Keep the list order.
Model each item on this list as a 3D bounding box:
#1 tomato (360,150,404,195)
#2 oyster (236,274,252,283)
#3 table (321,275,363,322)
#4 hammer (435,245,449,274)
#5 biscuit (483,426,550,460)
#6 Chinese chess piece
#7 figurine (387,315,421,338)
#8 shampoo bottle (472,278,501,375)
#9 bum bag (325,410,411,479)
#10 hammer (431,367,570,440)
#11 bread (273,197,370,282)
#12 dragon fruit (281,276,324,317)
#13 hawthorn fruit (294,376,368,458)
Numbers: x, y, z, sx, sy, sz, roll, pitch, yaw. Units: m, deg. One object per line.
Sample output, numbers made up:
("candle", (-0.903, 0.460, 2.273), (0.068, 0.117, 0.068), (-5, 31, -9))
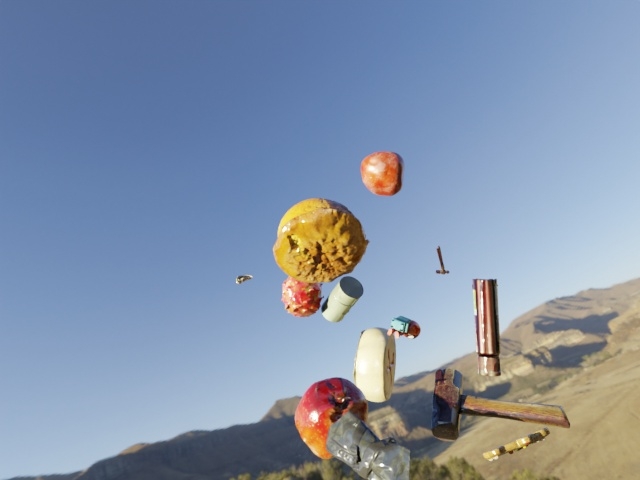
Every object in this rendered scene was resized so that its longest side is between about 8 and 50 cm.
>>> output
("tomato", (0.246, -0.260, 1.589), (0.187, 0.187, 0.151), (-23, 15, -2))
("oyster", (-0.399, 0.210, 2.120), (0.084, 0.080, 0.038), (3, -75, -8))
("table", (0.101, 0.281, 1.926), (0.127, 0.126, 0.220), (-6, -37, -33))
("hammer", (0.570, 0.096, 1.929), (0.065, 0.021, 0.178), (-5, -51, 24))
("biscuit", (0.875, 0.902, 1.790), (0.302, 0.049, 0.196), (-22, -29, -2))
("Chinese chess piece", (0.264, 0.579, 1.904), (0.141, 0.337, 0.338), (1, -17, 22))
("figurine", (0.303, 0.309, 1.435), (0.140, 0.074, 0.068), (12, 1, -43))
("shampoo bottle", (0.568, 0.291, 1.384), (0.084, 0.322, 0.129), (-2, -6, 20))
("bum bag", (0.132, 0.596, 1.146), (0.074, 0.310, 0.137), (44, -110, -39))
("hammer", (0.569, 0.540, 1.315), (0.409, 0.242, 0.095), (-6, -60, 28))
("bread", (-0.006, 0.001, 1.322), (0.313, 0.172, 0.312), (-5, -49, -6))
("dragon fruit", (-0.090, 0.239, 1.965), (0.205, 0.267, 0.210), (-2, -1, -7))
("hawthorn fruit", (0.051, 0.586, 1.363), (0.254, 0.254, 0.300), (-10, -29, -27))
